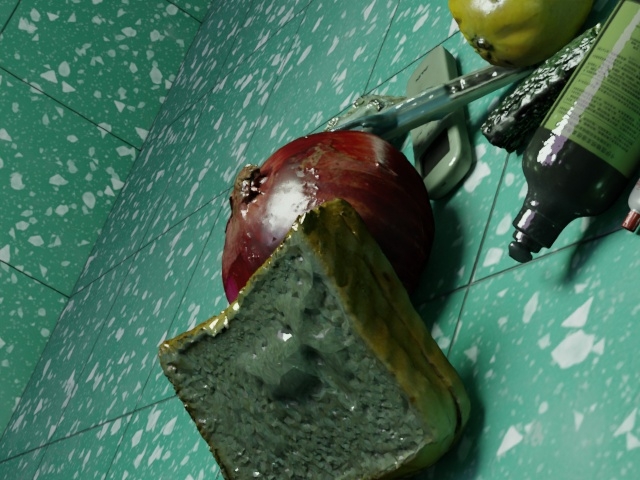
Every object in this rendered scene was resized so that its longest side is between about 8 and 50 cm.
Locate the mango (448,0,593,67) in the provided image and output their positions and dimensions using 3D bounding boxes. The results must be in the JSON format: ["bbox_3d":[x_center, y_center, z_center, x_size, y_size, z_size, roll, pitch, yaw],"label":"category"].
[{"bbox_3d":[0.240,-0.295,1.379,0.167,0.130,0.262,-23,22,12],"label":"mango"}]

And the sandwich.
[{"bbox_3d":[-0.013,0.149,1.186,0.099,0.271,0.301,-14,-22,-49],"label":"sandwich"}]

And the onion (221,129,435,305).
[{"bbox_3d":[0.000,0.000,1.358,0.276,0.276,0.276,-48,22,27],"label":"onion"}]

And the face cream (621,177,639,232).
[{"bbox_3d":[0.299,-0.046,1.042,0.083,0.021,0.040,-58,20,0],"label":"face cream"}]

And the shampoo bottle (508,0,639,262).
[{"bbox_3d":[0.262,-0.101,1.094,0.284,0.101,0.101,-58,20,4],"label":"shampoo bottle"}]

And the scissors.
[{"bbox_3d":[0.131,-0.166,1.435,0.289,0.041,0.138,-21,-11,16],"label":"scissors"}]

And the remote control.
[{"bbox_3d":[0.155,-0.159,1.528,0.090,0.038,0.310,-47,23,30],"label":"remote control"}]

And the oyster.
[{"bbox_3d":[0.032,-0.089,1.648,0.199,0.087,0.252,-27,43,40],"label":"oyster"}]

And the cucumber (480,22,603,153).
[{"bbox_3d":[0.254,-0.166,1.277,0.187,0.058,0.058,-40,27,39],"label":"cucumber"}]
